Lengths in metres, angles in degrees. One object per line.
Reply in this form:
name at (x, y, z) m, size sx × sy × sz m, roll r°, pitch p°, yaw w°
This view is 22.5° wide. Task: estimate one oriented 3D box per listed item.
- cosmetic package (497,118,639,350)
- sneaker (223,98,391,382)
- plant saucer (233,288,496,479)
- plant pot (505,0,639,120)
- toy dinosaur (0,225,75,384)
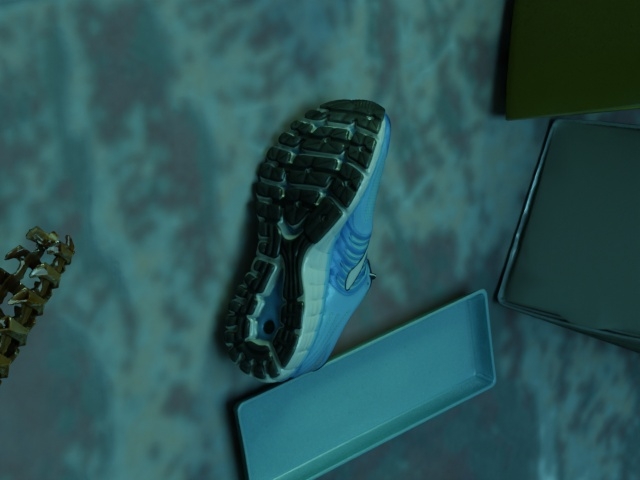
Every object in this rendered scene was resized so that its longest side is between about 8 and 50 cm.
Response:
cosmetic package at (0.277, 0.027, 1.048) m, size 0.296 × 0.153 × 0.129 m, roll 19°, pitch 87°, yaw -42°
sneaker at (0.000, 0.000, 0.881) m, size 0.073 × 0.063 × 0.162 m, roll 18°, pitch 94°, yaw -59°
plant saucer at (0.028, 0.089, 0.942) m, size 0.192 × 0.018 × 0.067 m, roll -23°, pitch 115°, yaw -35°
plant pot at (0.244, -0.178, 0.943) m, size 0.212 × 0.212 × 0.187 m, roll -9°, pitch 94°, yaw -38°
toy dinosaur at (-0.243, 0.101, 0.667) m, size 0.322 × 0.164 × 0.218 m, roll -61°, pitch 147°, yaw -34°
